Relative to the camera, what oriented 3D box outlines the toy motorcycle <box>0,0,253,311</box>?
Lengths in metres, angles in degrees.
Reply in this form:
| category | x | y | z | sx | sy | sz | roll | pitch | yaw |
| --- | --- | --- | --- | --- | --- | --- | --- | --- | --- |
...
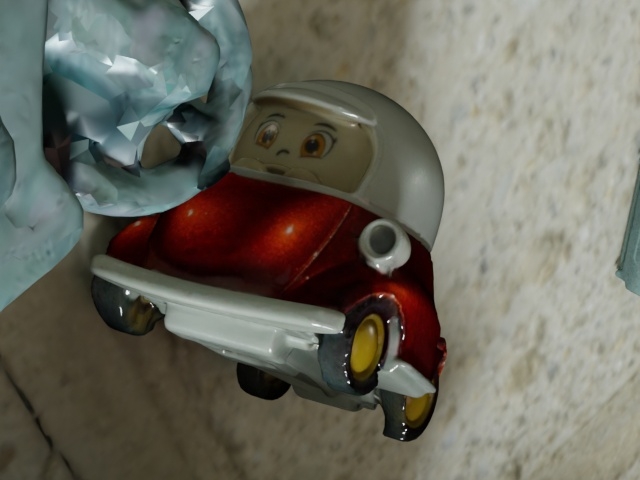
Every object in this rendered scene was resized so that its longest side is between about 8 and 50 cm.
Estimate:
| category | x | y | z | sx | sy | sz | roll | pitch | yaw |
| --- | --- | --- | --- | --- | --- | --- | --- | --- | --- |
| toy motorcycle | -0.140 | -0.045 | 0.403 | 0.260 | 0.154 | 0.206 | -42 | 113 | -30 |

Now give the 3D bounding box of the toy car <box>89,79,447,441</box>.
| category | x | y | z | sx | sy | sz | roll | pitch | yaw |
| --- | --- | --- | --- | --- | --- | --- | --- | --- | --- |
| toy car | 0.000 | 0.000 | 0.596 | 0.139 | 0.112 | 0.112 | 38 | 67 | -58 |

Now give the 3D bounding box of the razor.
| category | x | y | z | sx | sy | sz | roll | pitch | yaw |
| --- | --- | --- | --- | --- | --- | --- | --- | --- | --- |
| razor | 0.199 | -0.018 | 0.827 | 0.135 | 0.040 | 0.068 | -18 | 125 | -46 |
